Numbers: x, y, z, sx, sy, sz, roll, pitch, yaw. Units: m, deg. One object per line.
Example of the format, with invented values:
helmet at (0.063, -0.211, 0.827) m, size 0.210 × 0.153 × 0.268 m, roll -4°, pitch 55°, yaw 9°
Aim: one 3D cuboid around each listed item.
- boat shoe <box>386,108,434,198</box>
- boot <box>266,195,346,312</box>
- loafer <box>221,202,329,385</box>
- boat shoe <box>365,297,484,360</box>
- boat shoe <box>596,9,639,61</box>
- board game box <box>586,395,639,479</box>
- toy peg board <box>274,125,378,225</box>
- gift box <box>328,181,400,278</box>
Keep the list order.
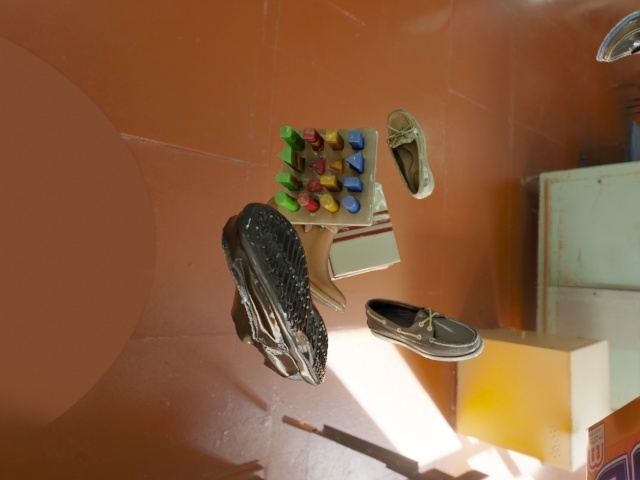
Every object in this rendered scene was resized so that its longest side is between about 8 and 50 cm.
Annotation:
boat shoe at (0.264, -0.265, 1.345) m, size 0.089 × 0.105 × 0.285 m, roll -8°, pitch 77°, yaw -59°
boot at (0.000, 0.000, 0.991) m, size 0.283 × 0.109 × 0.220 m, roll 42°, pitch 72°, yaw 2°
loafer at (-0.049, 0.063, 0.405) m, size 0.080 × 0.078 × 0.220 m, roll -78°, pitch 160°, yaw -48°
boat shoe at (0.261, 0.224, 1.182) m, size 0.116 × 0.324 × 0.096 m, roll -45°, pitch 128°, yaw -35°
boat shoe at (0.573, -0.365, 0.785) m, size 0.183 × 0.066 × 0.066 m, roll -34°, pitch 147°, yaw -4°
board game box at (0.504, 0.351, 0.400) m, size 0.356 × 0.357 × 0.356 m, roll 88°, pitch 21°, yaw -52°
toy peg board at (0.002, -0.110, 0.717) m, size 0.079 × 0.161 × 0.161 m, roll 22°, pitch 72°, yaw -72°
gift box at (0.042, -0.025, 1.245) m, size 0.258 × 0.255 × 0.276 m, roll -14°, pitch 78°, yaw -7°
